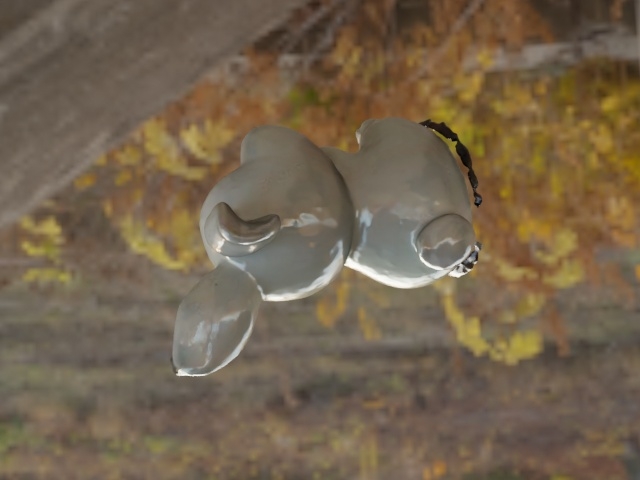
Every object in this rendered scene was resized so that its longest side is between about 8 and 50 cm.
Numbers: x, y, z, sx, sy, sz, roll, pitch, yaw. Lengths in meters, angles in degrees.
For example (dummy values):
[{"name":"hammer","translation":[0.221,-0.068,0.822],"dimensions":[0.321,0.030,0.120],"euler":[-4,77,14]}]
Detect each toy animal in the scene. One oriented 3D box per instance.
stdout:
[{"name":"toy animal","translation":[-0.003,-0.004,0.641],"dimensions":[0.124,0.085,0.071],"euler":[-5,129,-25]}]
